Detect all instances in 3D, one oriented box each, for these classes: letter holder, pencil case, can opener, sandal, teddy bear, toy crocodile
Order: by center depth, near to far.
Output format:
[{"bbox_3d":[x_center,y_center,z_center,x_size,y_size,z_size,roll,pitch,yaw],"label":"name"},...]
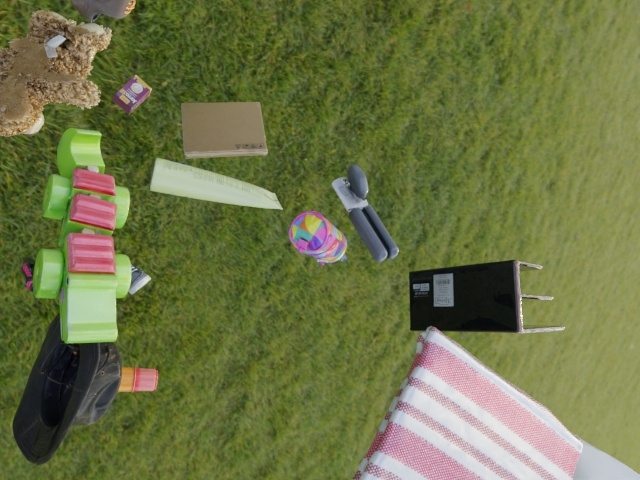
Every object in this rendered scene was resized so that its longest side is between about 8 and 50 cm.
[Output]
[{"bbox_3d":[-0.329,-0.014,0.705,0.115,0.341,0.105,11,139,-35],"label":"toy crocodile"},{"bbox_3d":[-0.565,0.070,0.971,0.040,0.179,0.067,-6,100,-44],"label":"sandal"},{"bbox_3d":[-0.559,-0.335,1.009,0.244,0.338,0.113,4,152,-9],"label":"teddy bear"},{"bbox_3d":[0.000,0.000,1.191,0.105,0.104,0.236,-62,163,-3],"label":"pencil case"},{"bbox_3d":[0.397,0.144,1.198,0.214,0.301,0.152,7,78,-36],"label":"letter holder"},{"bbox_3d":[0.115,-0.072,1.304,0.074,0.281,0.093,-13,153,-26],"label":"can opener"}]

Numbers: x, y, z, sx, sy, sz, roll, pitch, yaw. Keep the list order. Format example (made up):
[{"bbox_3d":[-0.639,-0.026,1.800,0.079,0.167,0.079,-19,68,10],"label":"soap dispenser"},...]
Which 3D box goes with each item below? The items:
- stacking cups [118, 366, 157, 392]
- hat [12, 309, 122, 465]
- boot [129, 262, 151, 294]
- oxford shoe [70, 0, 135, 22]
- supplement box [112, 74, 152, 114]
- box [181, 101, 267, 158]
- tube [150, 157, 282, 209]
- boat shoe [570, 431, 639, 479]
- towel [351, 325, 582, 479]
[{"bbox_3d":[-0.632,0.388,1.421,0.316,0.096,0.096,6,105,-26],"label":"stacking cups"},{"bbox_3d":[-0.517,0.305,1.074,0.134,0.331,0.332,29,88,-45],"label":"hat"},{"bbox_3d":[-0.535,0.098,1.395,0.069,0.190,0.086,-43,104,-24],"label":"boot"},{"bbox_3d":[-0.503,-0.659,1.276,0.130,0.363,0.133,-63,140,-37],"label":"oxford shoe"},{"bbox_3d":[-0.486,-0.377,1.286,0.055,0.043,0.083,41,63,-16],"label":"supplement box"},{"bbox_3d":[-0.241,-0.278,1.239,0.201,0.165,0.021,-5,152,-12],"label":"box"},{"bbox_3d":[-0.192,-0.097,0.932,0.240,0.062,0.070,10,62,-20],"label":"tube"},{"bbox_3d":[0.192,0.188,0.392,0.066,0.184,0.063,-55,150,-8],"label":"boat shoe"},{"bbox_3d":[0.073,0.168,0.291,0.144,0.029,0.197,39,66,-15],"label":"towel"}]
